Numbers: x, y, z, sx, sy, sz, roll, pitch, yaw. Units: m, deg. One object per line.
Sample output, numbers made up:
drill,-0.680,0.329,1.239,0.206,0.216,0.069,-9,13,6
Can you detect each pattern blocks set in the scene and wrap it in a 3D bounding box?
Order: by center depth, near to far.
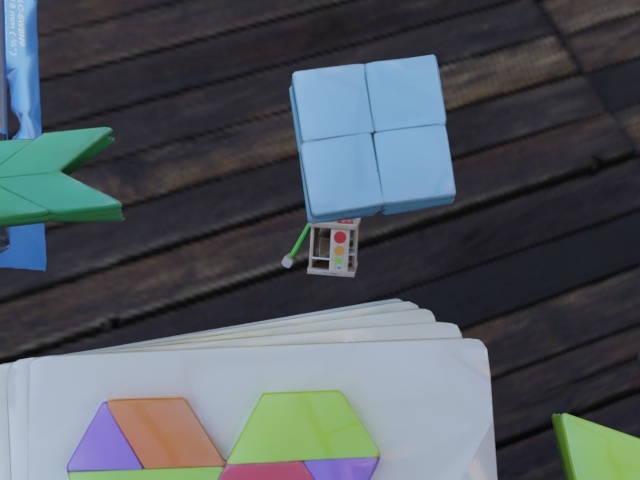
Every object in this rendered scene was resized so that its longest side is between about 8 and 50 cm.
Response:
pattern blocks set,-0.021,0.114,0.359,0.285,0.026,0.325,-17,82,-6

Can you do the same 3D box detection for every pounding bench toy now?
pounding bench toy,0.000,0.000,1.389,0.083,0.065,0.052,4,13,6

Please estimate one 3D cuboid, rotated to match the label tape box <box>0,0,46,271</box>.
label tape box,-0.290,-0.110,0.866,0.333,0.106,0.241,6,77,-51
